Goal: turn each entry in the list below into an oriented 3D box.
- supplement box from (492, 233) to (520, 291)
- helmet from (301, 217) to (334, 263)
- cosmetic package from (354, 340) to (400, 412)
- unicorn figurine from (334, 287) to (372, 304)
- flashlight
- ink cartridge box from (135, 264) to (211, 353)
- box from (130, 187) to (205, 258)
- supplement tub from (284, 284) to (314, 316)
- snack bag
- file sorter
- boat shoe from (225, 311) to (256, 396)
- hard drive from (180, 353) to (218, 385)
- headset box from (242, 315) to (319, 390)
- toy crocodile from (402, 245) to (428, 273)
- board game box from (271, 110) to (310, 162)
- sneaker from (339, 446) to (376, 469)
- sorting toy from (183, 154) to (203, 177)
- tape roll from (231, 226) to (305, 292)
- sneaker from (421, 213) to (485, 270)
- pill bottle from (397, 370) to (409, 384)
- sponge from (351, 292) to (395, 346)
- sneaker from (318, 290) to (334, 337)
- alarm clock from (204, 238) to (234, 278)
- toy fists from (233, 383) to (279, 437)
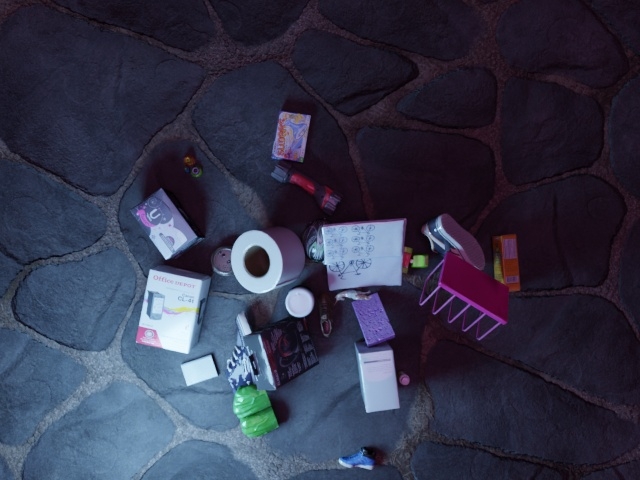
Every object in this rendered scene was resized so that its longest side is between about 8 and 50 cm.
[{"bbox_3d":[0.769,0.093,1.936,0.080,0.078,0.234,-2,88,-12],"label":"supplement box"},{"bbox_3d":[0.000,0.000,1.887,0.169,0.162,0.170,3,66,-6],"label":"helmet"},{"bbox_3d":[0.223,0.528,1.852,0.138,0.224,0.225,-6,89,0],"label":"cosmetic package"},{"bbox_3d":[0.134,0.225,1.926,0.111,0.162,0.060,-6,81,-27],"label":"unicorn figurine"},{"bbox_3d":[-0.059,-0.219,1.930,0.303,0.103,0.103,30,91,-1],"label":"flashlight"},{"bbox_3d":[-0.593,0.275,1.888,0.225,0.131,0.307,12,95,2],"label":"ink cartridge box"},{"bbox_3d":[-0.620,-0.066,1.900,0.163,0.142,0.247,-36,89,-2],"label":"box"},{"bbox_3d":[-0.081,0.239,1.874,0.116,0.190,0.117,0,89,0],"label":"supplement tub"},{"bbox_3d":[0.170,0.067,1.828,0.322,0.037,0.343,-5,127,-2],"label":"snack bag"},{"bbox_3d":[0.567,0.228,1.857,0.290,0.202,0.182,31,132,0],"label":"file sorter"},{"bbox_3d":[-0.325,0.473,1.895,0.158,0.127,0.341,-18,90,-8],"label":"boat shoe"},{"bbox_3d":[-0.503,0.540,1.947,0.135,0.022,0.094,-18,89,-1],"label":"hard drive"},{"bbox_3d":[-0.160,0.435,1.820,0.110,0.293,0.218,-17,89,39],"label":"headset box"},{"bbox_3d":[0.276,0.058,1.924,0.340,0.105,0.115,15,88,0],"label":"toy crocodile"},{"bbox_3d":[-0.123,-0.435,1.966,0.136,0.035,0.202,9,89,0],"label":"board game box"},{"bbox_3d":[0.155,0.888,1.925,0.152,0.058,0.085,11,94,-4],"label":"sneaker"},{"bbox_3d":[-0.542,-0.310,1.956,0.061,0.042,0.102,-36,89,-1],"label":"sorting toy"},{"bbox_3d":[-0.205,0.072,1.841,0.245,0.169,0.247,4,99,28],"label":"tape roll"},{"bbox_3d":[0.548,0.015,1.927,0.321,0.127,0.126,43,53,-21],"label":"sneaker"},{"bbox_3d":[0.343,0.569,1.923,0.043,0.083,0.044,0,89,0],"label":"pill bottle"},{"bbox_3d":[0.212,0.318,1.893,0.117,0.031,0.210,-19,50,-1],"label":"sponge"},{"bbox_3d":[0.026,0.306,1.930,0.066,0.071,0.189,-9,89,6],"label":"sneaker"},{"bbox_3d":[-0.404,0.095,1.941,0.192,0.064,0.129,-39,89,2],"label":"alarm clock"},{"bbox_3d":[-0.266,0.678,1.863,0.142,0.096,0.279,-20,126,-14],"label":"toy fists"}]
